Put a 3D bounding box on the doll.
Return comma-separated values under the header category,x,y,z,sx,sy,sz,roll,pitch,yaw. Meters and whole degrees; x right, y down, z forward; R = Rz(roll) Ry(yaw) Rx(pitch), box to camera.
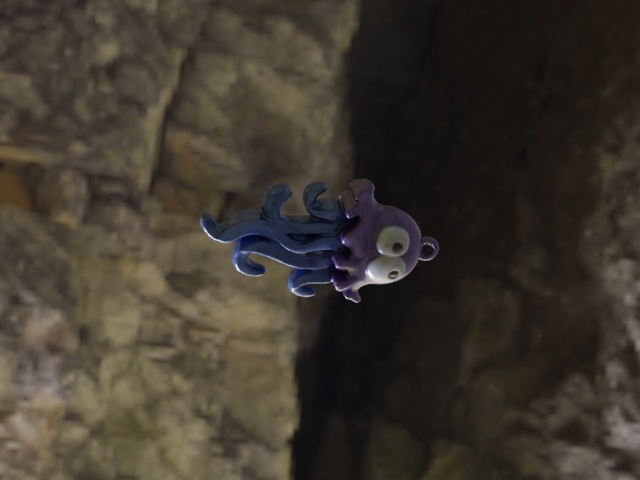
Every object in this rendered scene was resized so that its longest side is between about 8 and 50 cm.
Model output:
category,x,y,z,sx,sy,sz,roll,pitch,yaw
doll,0.000,0.000,1.407,0.067,0.206,0.110,-104,20,-64
